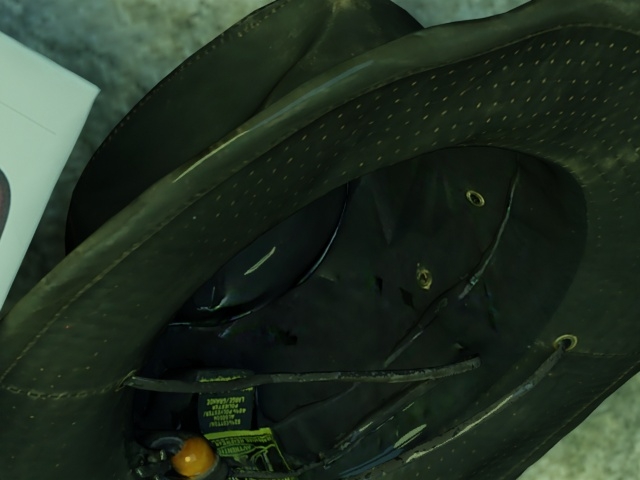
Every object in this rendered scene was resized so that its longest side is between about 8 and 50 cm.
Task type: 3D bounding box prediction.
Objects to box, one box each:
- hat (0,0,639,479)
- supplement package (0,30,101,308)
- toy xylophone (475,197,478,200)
[{"bbox_3d":[0.000,0.000,0.604,0.331,0.331,0.134,-14,56,-15],"label":"hat"},{"bbox_3d":[-0.237,-0.023,0.499,0.261,0.204,0.145,29,64,-21],"label":"supplement package"},{"bbox_3d":[0.192,-0.112,0.713,0.322,0.081,0.236,-31,99,-13],"label":"toy xylophone"}]
